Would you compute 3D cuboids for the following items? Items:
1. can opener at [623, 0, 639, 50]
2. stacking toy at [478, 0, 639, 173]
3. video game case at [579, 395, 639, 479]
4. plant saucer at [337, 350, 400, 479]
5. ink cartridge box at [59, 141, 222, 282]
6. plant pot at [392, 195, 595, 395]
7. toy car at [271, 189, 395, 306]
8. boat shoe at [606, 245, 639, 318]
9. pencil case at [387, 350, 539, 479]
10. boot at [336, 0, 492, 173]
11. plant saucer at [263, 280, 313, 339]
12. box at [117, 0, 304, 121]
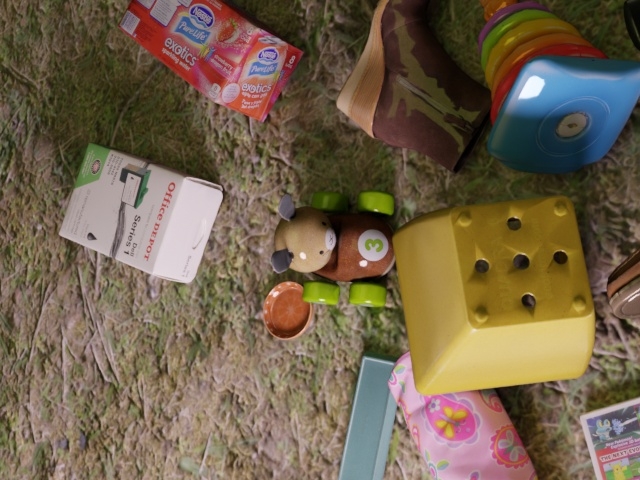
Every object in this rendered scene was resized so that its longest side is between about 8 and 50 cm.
[{"bbox_3d":[0.421,-0.210,1.496,0.073,0.059,0.186,-18,79,2],"label":"can opener"},{"bbox_3d":[0.259,-0.240,1.564,0.165,0.175,0.301,111,150,-41],"label":"stacking toy"},{"bbox_3d":[0.414,0.261,1.423,0.201,0.023,0.183,-23,68,29],"label":"video game case"},{"bbox_3d":[0.065,0.247,1.663,0.067,0.018,0.192,9,85,35],"label":"plant saucer"},{"bbox_3d":[-0.276,-0.044,1.904,0.219,0.093,0.160,19,92,36],"label":"ink cartridge box"},{"bbox_3d":[0.214,0.050,1.445,0.212,0.187,0.212,-6,74,-7],"label":"plant pot"},{"bbox_3d":[0.000,0.000,1.651,0.149,0.188,0.155,0,81,34],"label":"toy car"},{"bbox_3d":[0.449,-0.026,1.415,0.307,0.111,0.104,-34,59,13],"label":"boat shoe"},{"bbox_3d":[0.183,0.257,1.525,0.124,0.124,0.284,-37,61,22],"label":"pencil case"},{"bbox_3d":[0.156,-0.235,1.677,0.207,0.090,0.248,29,96,22],"label":"boot"},{"bbox_3d":[-0.045,0.100,1.768,0.084,0.013,0.083,-7,77,32],"label":"plant saucer"},{"bbox_3d":[-0.166,-0.302,1.864,0.257,0.123,0.128,39,103,33],"label":"box"}]
